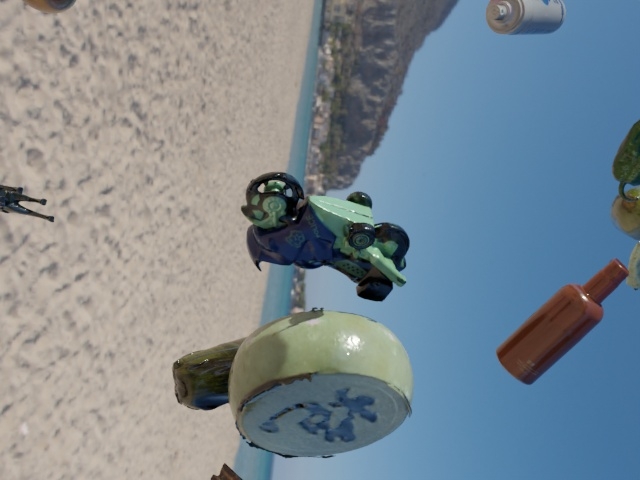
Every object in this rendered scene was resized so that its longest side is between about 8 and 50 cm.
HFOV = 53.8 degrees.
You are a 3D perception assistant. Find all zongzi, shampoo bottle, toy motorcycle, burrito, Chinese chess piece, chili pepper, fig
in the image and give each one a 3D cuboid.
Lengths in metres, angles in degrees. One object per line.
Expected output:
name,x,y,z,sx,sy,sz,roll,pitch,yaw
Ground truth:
zongzi,-0.140,0.312,1.387,0.286,0.300,0.138,-9,108,-46
shampoo bottle,0.441,-0.496,1.376,0.303,0.092,0.092,-20,125,-48
toy motorcycle,0.000,0.000,1.115,0.196,0.331,0.125,-51,-152,34
shampoo bottle,0.390,0.126,1.008,0.244,0.085,0.085,-50,-166,19
burrito,0.548,0.029,1.051,0.044,0.074,0.118,-118,-174,-52
Chinese chess piece,0.001,0.281,1.190,0.349,0.350,0.146,98,-10,-47
chili pepper,0.655,-0.198,1.229,0.074,0.100,0.257,-23,148,-47
fig,0.784,-0.072,1.535,0.166,0.154,0.144,4,108,-50

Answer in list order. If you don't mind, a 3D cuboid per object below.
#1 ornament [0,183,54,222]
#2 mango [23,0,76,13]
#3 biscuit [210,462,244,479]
ornament,-0.332,-0.047,0.624,0.073,0.125,0.028,42,62,-67
mango,-0.552,-0.524,1.196,0.120,0.221,0.151,-45,167,-14
biscuit,-0.093,0.474,1.038,0.070,0.252,0.106,-48,137,-19
